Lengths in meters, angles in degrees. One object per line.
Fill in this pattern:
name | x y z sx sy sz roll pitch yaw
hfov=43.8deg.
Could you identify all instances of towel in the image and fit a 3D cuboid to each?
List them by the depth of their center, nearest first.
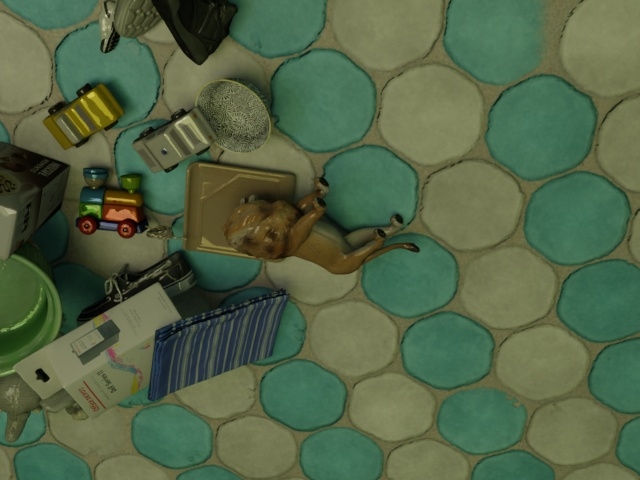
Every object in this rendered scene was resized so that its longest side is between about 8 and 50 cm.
towel | -0.230 0.240 1.805 0.335 0.040 0.243 -16 140 -32

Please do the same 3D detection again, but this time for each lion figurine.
lion figurine | 0.000 0.000 1.721 0.392 0.142 0.240 29 126 -24

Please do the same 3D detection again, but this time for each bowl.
bowl | -0.164 -0.270 1.634 0.170 0.080 0.170 14 131 17

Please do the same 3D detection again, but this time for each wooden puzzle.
wooden puzzle | -0.183 -0.064 1.779 0.238 0.044 0.221 6 118 -4

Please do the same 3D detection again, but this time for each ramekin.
ramekin | -0.709 0.127 1.698 0.303 0.148 0.304 -7 115 -14

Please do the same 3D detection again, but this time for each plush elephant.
plush elephant | -0.707 0.359 1.926 0.271 0.255 0.330 14 118 -2

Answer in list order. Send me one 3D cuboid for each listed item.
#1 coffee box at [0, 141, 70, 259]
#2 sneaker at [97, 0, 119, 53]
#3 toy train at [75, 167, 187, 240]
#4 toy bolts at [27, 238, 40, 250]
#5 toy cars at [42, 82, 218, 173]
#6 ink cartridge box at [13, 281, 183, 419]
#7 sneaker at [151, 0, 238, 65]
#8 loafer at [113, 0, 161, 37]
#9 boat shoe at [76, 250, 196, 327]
coffee box | -0.662 -0.090 1.663 0.168 0.297 0.119 19 113 -3
sneaker | -0.431 -0.434 1.614 0.043 0.040 0.109 25 115 11
toy train | -0.413 -0.083 1.764 0.247 0.105 0.144 5 105 3
toy bolts | -0.724 0.111 1.821 0.158 0.218 0.229 9 128 29
toy cars | -0.412 -0.221 1.659 0.393 0.087 0.177 15 127 7
ink cartridge box | -0.464 0.265 1.757 0.353 0.119 0.207 -30 151 -14
sneaker | -0.242 -0.455 1.518 0.130 0.087 0.227 -45 142 -11
loafer | -0.322 -0.535 1.520 0.111 0.112 0.319 50 123 21
boat shoe | -0.446 0.114 1.856 0.306 0.113 0.105 -22 107 13
